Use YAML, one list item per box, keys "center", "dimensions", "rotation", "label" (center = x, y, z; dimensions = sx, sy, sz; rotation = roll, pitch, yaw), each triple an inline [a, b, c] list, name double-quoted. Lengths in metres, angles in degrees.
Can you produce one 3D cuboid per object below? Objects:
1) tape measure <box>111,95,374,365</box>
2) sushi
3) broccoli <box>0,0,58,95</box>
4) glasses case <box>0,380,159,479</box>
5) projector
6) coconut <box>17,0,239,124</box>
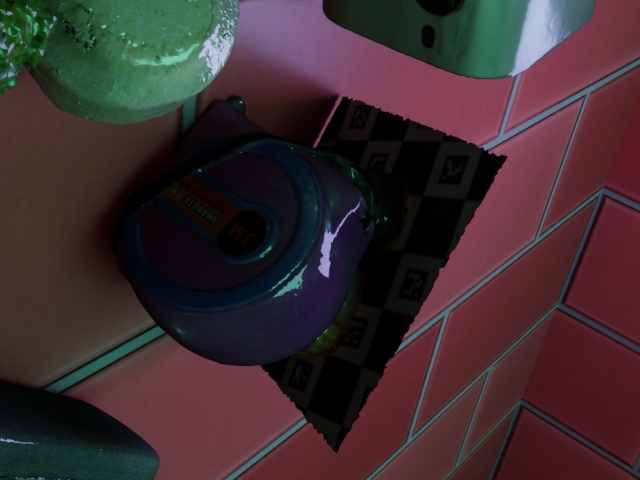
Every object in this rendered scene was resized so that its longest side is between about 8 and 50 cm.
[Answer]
- center: [-0.071, -0.002, 0.861]
  dimensions: [0.245, 0.231, 0.149]
  rotation: [-47, 150, -14]
  label: "tape measure"
- center: [0.000, 0.000, 0.954]
  dimensions: [0.068, 0.320, 0.339]
  rotation: [25, 97, -34]
  label: "sushi"
- center: [-0.215, -0.240, 0.455]
  dimensions: [0.254, 0.186, 0.302]
  rotation: [32, 91, -24]
  label: "broccoli"
- center: [-0.277, 0.188, 0.804]
  dimensions: [0.074, 0.131, 0.323]
  rotation: [-60, 153, -4]
  label: "glasses case"
- center: [0.155, -0.343, 0.873]
  dimensions: [0.248, 0.248, 0.249]
  rotation: [-38, 145, -36]
  label: "projector"
- center: [-0.154, -0.165, 0.641]
  dimensions: [0.170, 0.183, 0.171]
  rotation: [0, 90, -26]
  label: "coconut"
